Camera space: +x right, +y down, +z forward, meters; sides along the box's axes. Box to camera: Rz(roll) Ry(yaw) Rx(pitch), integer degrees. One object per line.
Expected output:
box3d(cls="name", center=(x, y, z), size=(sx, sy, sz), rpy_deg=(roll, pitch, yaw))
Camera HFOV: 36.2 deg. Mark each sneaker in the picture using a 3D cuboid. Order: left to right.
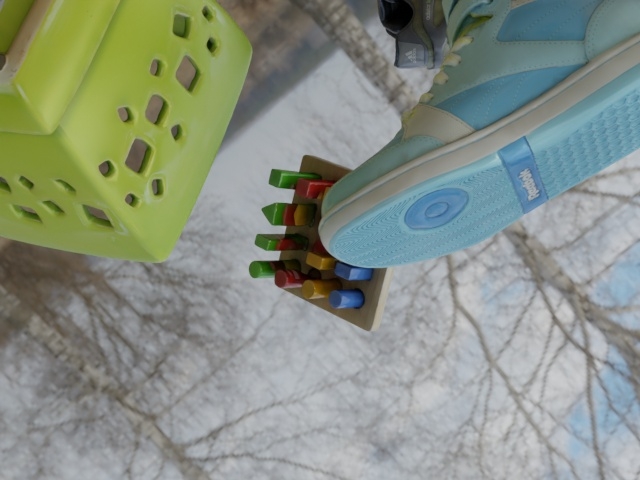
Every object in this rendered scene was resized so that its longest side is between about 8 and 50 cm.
box3d(cls="sneaker", center=(0.121, -0.296, 1.116), size=(0.121, 0.111, 0.300), rpy_deg=(-8, -138, 2))
box3d(cls="sneaker", center=(0.117, -0.122, 0.793), size=(0.319, 0.208, 0.127), rpy_deg=(-27, 150, 0))

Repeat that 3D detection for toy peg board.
box3d(cls="toy peg board", center=(0.000, 0.000, 1.079), size=(0.079, 0.161, 0.160), rpy_deg=(0, -162, -46))

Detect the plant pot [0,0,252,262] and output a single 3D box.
box3d(cls="plant pot", center=(-0.218, -0.137, 0.792), size=(0.227, 0.207, 0.228), rpy_deg=(9, -114, 24))
